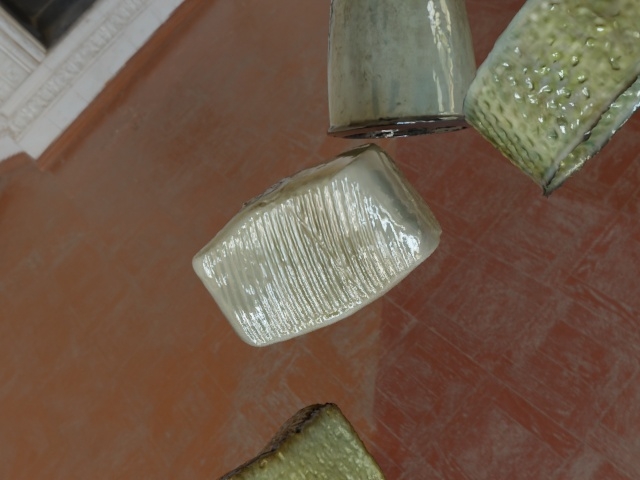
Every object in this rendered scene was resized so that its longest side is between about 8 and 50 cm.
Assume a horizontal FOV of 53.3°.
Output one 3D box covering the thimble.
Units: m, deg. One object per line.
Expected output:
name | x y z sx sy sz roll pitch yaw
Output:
thimble | 0.315 -0.201 0.779 0.271 0.271 0.150 -44 73 0

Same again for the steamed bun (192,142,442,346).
steamed bun | -0.002 0.001 1.079 0.383 0.247 0.236 -32 9 20

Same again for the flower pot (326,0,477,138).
flower pot | 0.151 -0.363 1.186 0.293 0.293 0.331 2 98 36

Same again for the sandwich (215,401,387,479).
sandwich | -0.013 0.311 0.612 0.095 0.273 0.249 -44 76 30
